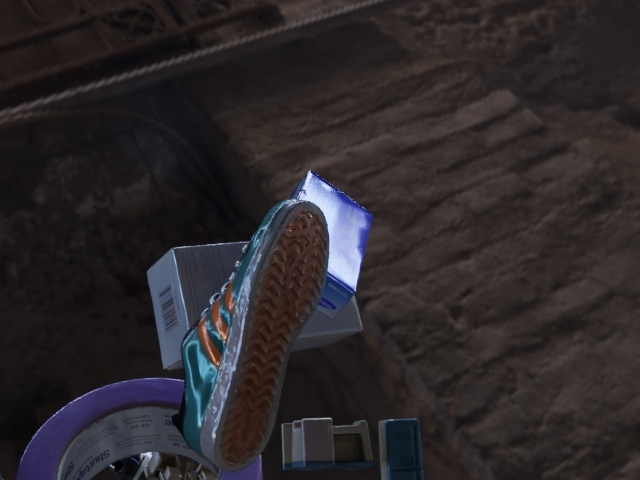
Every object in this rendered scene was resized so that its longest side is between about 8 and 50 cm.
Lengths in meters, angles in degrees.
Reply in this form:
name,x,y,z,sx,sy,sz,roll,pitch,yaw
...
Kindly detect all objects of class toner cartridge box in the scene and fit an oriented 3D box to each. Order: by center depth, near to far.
name,x,y,z,sx,sy,sz,roll,pitch,yaw
toner cartridge box,0.000,0.000,1.956,0.165,0.348,0.075,34,-64,-7

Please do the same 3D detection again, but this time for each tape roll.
name,x,y,z,sx,sy,sz,roll,pitch,yaw
tape roll,-0.203,0.287,1.183,0.275,0.275,0.090,-21,-48,-23

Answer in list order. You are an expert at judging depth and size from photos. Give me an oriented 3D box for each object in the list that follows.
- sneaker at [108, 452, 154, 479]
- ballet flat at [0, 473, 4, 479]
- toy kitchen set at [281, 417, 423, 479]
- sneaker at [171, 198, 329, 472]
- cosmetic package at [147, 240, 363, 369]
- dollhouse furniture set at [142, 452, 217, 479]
name,x,y,z,sx,sy,sz,roll,pitch,yaw
sneaker,-0.381,0.426,2.111,0.121,0.217,0.079,30,-82,-18
ballet flat,-0.393,0.382,1.132,0.164,0.483,0.182,-19,-23,-49
toy kitchen set,0.059,0.309,1.426,0.207,0.122,0.166,0,-13,-15
sneaker,-0.089,0.091,1.125,0.108,0.121,0.302,21,-92,-47
cosmetic package,-0.128,0.118,2.047,0.385,0.217,0.156,-2,-18,-32
dollhouse furniture set,-0.231,0.478,1.818,0.161,0.182,0.101,25,-77,-30
